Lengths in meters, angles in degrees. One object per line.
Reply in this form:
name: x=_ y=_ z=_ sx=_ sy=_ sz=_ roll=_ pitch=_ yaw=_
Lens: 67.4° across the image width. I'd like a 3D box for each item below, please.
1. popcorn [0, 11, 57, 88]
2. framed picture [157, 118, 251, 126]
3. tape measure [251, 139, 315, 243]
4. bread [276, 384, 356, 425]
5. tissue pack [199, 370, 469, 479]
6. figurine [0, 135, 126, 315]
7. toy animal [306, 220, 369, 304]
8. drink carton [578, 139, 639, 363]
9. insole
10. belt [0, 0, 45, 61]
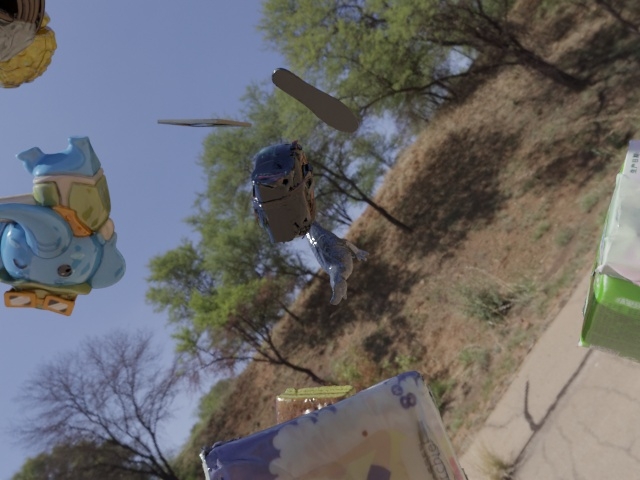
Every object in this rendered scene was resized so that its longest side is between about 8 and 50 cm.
popcorn: x=-0.715 y=-0.441 z=1.074 sx=0.203 sy=0.226 sz=0.200 roll=-71 pitch=-25 yaw=-58
framed picture: x=-0.444 y=-0.452 z=1.848 sx=0.213 sy=0.289 sz=0.016 roll=-17 pitch=-70 yaw=-60
tape measure: x=-0.076 y=-0.113 z=1.078 sx=0.222 sy=0.135 sz=0.202 roll=-84 pitch=-16 yaw=-51
bread: x=0.002 y=0.446 z=1.057 sx=0.111 sy=0.184 sz=0.234 roll=-14 pitch=-86 yaw=-63
tissue pack: x=0.030 y=0.351 z=0.675 sx=0.344 sy=0.242 sz=0.125 roll=-14 pitch=-20 yaw=-20
figurine: x=-0.397 y=-0.020 z=0.700 sx=0.180 sy=0.154 sz=0.261 roll=-15 pitch=-62 yaw=-41
toy animal: x=0.030 y=0.019 z=1.235 sx=0.206 sy=0.367 sz=0.081 roll=15 pitch=-51 yaw=-45
drink carton: x=0.374 y=0.034 z=0.552 sx=0.161 sy=0.108 sz=0.271 roll=-65 pitch=-32 yaw=-22
insole: x=-0.011 y=-0.415 z=1.437 sx=0.110 sy=0.310 sz=0.012 roll=-32 pitch=35 yaw=55
belt: x=-0.587 y=-0.427 z=0.770 sx=0.217 sy=0.122 sz=0.339 roll=-56 pitch=2 yaw=-1
